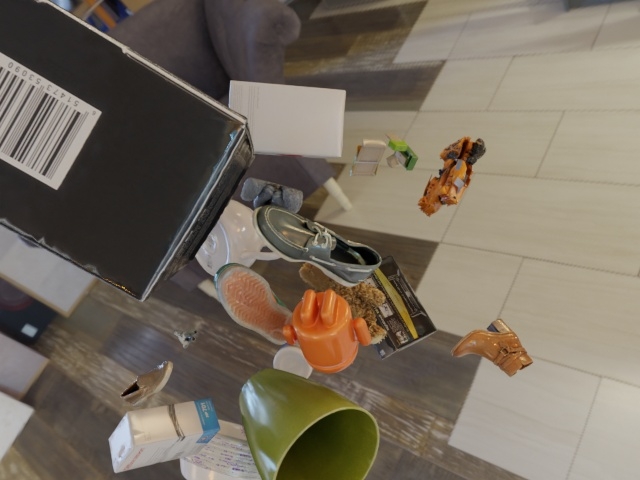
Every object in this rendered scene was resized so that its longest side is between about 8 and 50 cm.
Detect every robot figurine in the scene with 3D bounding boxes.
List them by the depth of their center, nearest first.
[{"bbox_3d":[0.010,0.197,1.189,0.158,0.219,0.128,-29,45,-15],"label":"robot figurine"},{"bbox_3d":[0.424,-0.219,1.799,0.211,0.085,0.290,-28,29,58],"label":"robot figurine"}]

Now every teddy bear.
[{"bbox_3d":[0.067,0.175,1.619,0.245,0.338,0.113,-31,15,36],"label":"teddy bear"}]

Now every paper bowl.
[{"bbox_3d":[-0.255,0.573,1.481,0.284,0.284,0.147,6,73,40],"label":"paper bowl"}]

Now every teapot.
[{"bbox_3d":[-0.254,-0.017,1.662,0.253,0.187,0.255,-32,81,47],"label":"teapot"}]

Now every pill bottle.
[{"bbox_3d":[-0.057,0.326,1.625,0.112,0.111,0.187,-24,6,19],"label":"pill bottle"}]

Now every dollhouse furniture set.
[{"bbox_3d":[0.118,-0.173,1.107,0.058,0.152,0.076,57,139,41],"label":"dollhouse furniture set"}]

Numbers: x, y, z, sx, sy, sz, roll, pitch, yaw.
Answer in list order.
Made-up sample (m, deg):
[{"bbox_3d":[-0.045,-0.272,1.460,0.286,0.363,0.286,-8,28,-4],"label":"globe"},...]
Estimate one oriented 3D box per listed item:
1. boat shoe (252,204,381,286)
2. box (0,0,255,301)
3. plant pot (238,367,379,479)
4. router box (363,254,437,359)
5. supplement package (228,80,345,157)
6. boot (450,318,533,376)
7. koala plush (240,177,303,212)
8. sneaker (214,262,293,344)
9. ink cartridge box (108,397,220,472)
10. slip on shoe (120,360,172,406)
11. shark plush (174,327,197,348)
[{"bbox_3d":[0.000,0.000,1.202,0.099,0.320,0.116,-30,42,39],"label":"boat shoe"},{"bbox_3d":[-0.383,-0.171,0.928,0.297,0.480,0.472,-59,7,2],"label":"box"},{"bbox_3d":[-0.063,0.428,1.289,0.274,0.275,0.294,-51,39,-8],"label":"plant pot"},{"bbox_3d":[0.221,0.212,1.849,0.081,0.243,0.308,-44,68,39],"label":"router box"},{"bbox_3d":[-0.092,-0.313,1.483,0.177,0.293,0.175,-125,38,-82],"label":"supplement package"},{"bbox_3d":[0.475,0.315,1.544,0.197,0.073,0.152,-25,60,-12],"label":"boot"},{"bbox_3d":[-0.165,-0.078,1.832,0.197,0.203,0.221,15,96,4],"label":"koala plush"},{"bbox_3d":[-0.160,0.130,1.238,0.108,0.302,0.121,-47,51,-11],"label":"sneaker"},{"bbox_3d":[-0.334,0.415,1.193,0.139,0.191,0.082,-50,51,36],"label":"ink cartridge box"},{"bbox_3d":[-0.354,0.289,1.135,0.135,0.041,0.051,-40,34,23],"label":"slip on shoe"},{"bbox_3d":[-0.476,0.338,2.007,0.067,0.073,0.161,-33,-3,-22],"label":"shark plush"}]
